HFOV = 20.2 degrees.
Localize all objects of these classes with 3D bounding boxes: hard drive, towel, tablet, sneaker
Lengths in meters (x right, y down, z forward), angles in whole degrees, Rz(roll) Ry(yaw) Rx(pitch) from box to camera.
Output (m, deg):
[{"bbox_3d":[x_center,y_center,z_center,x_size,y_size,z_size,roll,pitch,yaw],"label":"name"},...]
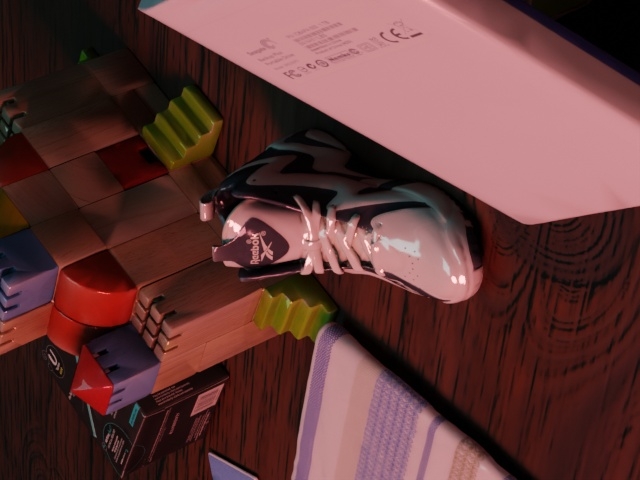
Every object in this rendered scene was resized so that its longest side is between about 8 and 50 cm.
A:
[{"bbox_3d":[0.072,-0.102,1.103,0.210,0.318,0.040,-11,57,57],"label":"hard drive"},{"bbox_3d":[0.083,0.216,1.503,0.285,0.034,0.209,38,136,34],"label":"towel"},{"bbox_3d":[-0.083,0.245,1.785,0.083,0.006,0.054,21,127,49],"label":"tablet"},{"bbox_3d":[0.000,0.000,1.369,0.235,0.153,0.094,38,139,36],"label":"sneaker"}]

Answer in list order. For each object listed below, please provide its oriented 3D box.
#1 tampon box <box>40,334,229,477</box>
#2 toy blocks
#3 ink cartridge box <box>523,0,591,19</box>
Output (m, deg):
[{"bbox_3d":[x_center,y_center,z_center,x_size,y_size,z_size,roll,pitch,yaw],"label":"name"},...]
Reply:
[{"bbox_3d":[-0.186,0.123,1.766,0.161,0.101,0.120,52,145,22],"label":"tampon box"},{"bbox_3d":[-0.206,-0.002,1.566,0.381,0.261,0.191,50,145,22],"label":"toy blocks"},{"bbox_3d":[0.117,-0.251,1.122,0.109,0.062,0.209,32,135,41],"label":"ink cartridge box"}]
